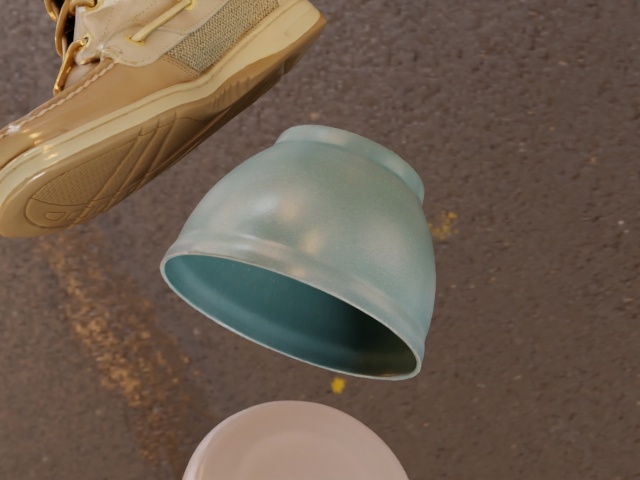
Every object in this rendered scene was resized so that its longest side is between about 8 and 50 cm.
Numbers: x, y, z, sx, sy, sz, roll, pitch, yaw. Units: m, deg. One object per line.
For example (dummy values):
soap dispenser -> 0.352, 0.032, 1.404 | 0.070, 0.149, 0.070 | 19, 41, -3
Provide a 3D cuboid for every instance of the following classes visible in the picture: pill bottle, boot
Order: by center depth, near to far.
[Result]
boot -> -0.135, -0.132, 0.634 | 0.203, 0.262, 0.095 | 48, 137, 0
pill bottle -> -0.032, 0.192, 0.650 | 0.121, 0.121, 0.216 | 50, 145, 24

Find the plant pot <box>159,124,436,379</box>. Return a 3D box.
plant pot -> 0.000, 0.000, 1.265 | 0.293, 0.293, 0.196 | 5, 64, 39
